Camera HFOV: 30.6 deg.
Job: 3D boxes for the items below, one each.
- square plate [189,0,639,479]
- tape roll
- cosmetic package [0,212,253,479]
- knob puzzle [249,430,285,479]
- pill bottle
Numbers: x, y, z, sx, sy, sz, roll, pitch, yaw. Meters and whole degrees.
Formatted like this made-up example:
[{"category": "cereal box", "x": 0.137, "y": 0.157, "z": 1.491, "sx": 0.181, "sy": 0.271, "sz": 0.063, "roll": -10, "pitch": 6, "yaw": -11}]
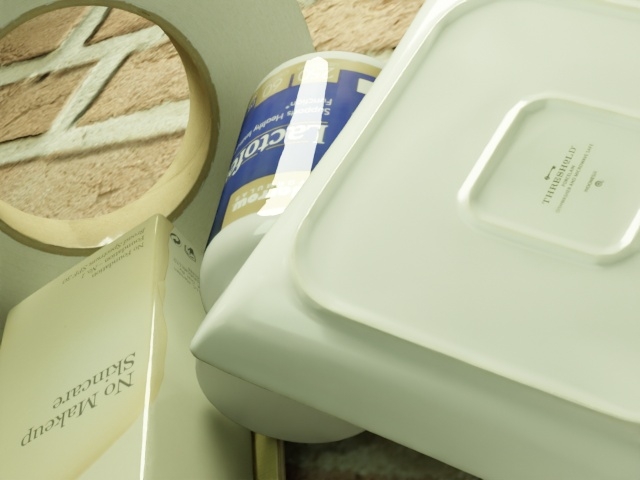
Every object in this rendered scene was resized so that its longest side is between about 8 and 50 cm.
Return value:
[{"category": "square plate", "x": 0.145, "y": -0.026, "z": 0.657, "sx": 0.344, "sy": 0.049, "sz": 0.347, "roll": 19, "pitch": 61, "yaw": 29}, {"category": "tape roll", "x": -0.190, "y": -0.094, "z": 0.926, "sx": 0.392, "sy": 0.392, "sz": 0.072, "roll": -43, "pitch": 31, "yaw": -1}, {"category": "cosmetic package", "x": -0.138, "y": 0.138, "z": 0.785, "sx": 0.160, "sy": 0.113, "sz": 0.309, "roll": -32, "pitch": 31, "yaw": 16}, {"category": "knob puzzle", "x": -0.101, "y": 0.182, "z": 0.826, "sx": 0.213, "sy": 0.030, "sz": 0.213, "roll": -28, "pitch": 34, "yaw": 21}, {"category": "pill bottle", "x": 0.000, "y": 0.000, "z": 0.820, "sx": 0.153, "sy": 0.153, "sz": 0.265, "roll": -23, "pitch": 36, "yaw": 29}]
